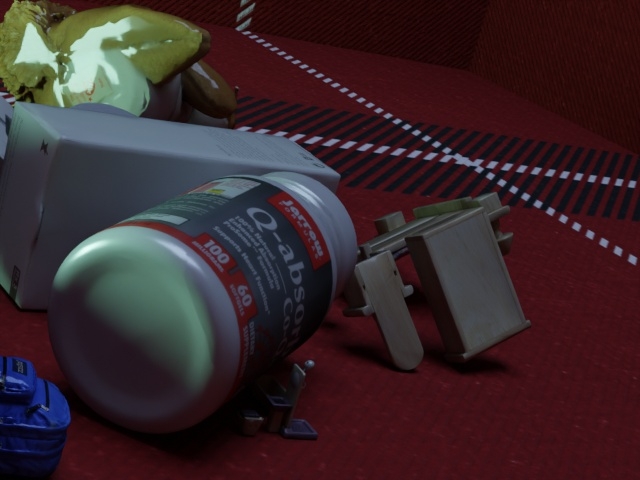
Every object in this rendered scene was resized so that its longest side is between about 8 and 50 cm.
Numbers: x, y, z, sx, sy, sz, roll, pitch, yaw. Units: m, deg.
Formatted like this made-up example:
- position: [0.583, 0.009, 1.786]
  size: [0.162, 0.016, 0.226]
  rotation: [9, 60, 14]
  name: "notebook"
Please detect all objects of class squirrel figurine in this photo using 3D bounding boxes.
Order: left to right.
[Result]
- position: [-0.315, -0.254, 2.342]
  size: [0.397, 0.281, 0.370]
  rotation: [23, 11, 14]
  name: "squirrel figurine"

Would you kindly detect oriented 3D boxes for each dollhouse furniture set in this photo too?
- position: [-0.055, 0.146, 1.547]
  size: [0.091, 0.081, 0.114]
  rotation: [7, 18, -29]
  name: "dollhouse furniture set"
- position: [0.101, 0.074, 1.999]
  size: [0.303, 0.173, 0.355]
  rotation: [-24, 6, -28]
  name: "dollhouse furniture set"

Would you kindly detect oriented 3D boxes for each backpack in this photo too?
- position: [-0.278, 0.154, 1.277]
  size: [0.120, 0.101, 0.098]
  rotation: [14, 22, -18]
  name: "backpack"

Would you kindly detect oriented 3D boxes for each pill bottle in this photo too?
- position: [-0.107, 0.046, 1.547]
  size: [0.210, 0.210, 0.363]
  rotation: [21, 23, 18]
  name: "pill bottle"

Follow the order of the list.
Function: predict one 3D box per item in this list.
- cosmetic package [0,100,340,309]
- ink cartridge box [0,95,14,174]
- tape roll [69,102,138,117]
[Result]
- position: [-0.192, -0.029, 1.777]
  size: [0.385, 0.217, 0.156]
  rotation: [8, 18, -33]
  name: "cosmetic package"
- position: [-0.437, -0.112, 1.882]
  size: [0.056, 0.099, 0.135]
  rotation: [51, 16, -39]
  name: "ink cartridge box"
- position: [-0.273, -0.080, 1.945]
  size: [0.219, 0.072, 0.219]
  rotation: [28, 35, -22]
  name: "tape roll"
